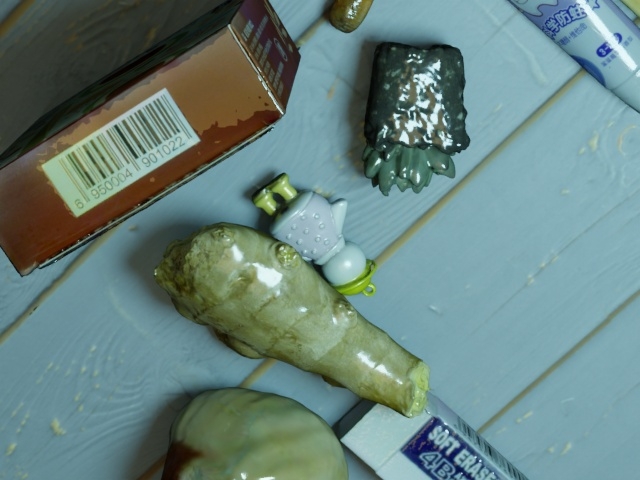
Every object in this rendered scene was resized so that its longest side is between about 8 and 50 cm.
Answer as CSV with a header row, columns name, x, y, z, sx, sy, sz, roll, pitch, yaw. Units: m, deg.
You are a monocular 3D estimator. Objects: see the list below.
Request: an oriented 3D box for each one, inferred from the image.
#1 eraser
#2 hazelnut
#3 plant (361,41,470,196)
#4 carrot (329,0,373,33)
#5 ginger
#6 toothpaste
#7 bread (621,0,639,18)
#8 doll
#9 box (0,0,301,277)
name,x,y,z,sx,sy,sz,roll,pitch,yaw
eraser,0.168,0.312,1.997,0.287,0.086,0.130,43,102,-11
hazelnut,-0.090,0.322,1.946,0.261,0.261,0.241,-10,146,4
plant,0.121,-0.151,1.834,0.132,0.129,0.194,3,104,1
carrot,0.070,-0.345,1.820,0.047,0.047,0.191,30,104,-7
ginger,-0.046,0.125,1.878,0.236,0.166,0.375,-35,99,33
toothpaste,0.293,-0.304,1.811,0.371,0.080,0.125,42,140,-9
bread,0.403,-0.344,1.768,0.217,0.147,0.098,39,73,-9
doll,0.000,0.000,1.910,0.129,0.081,0.207,-39,104,20
box,-0.202,-0.143,1.711,0.344,0.385,0.122,-30,104,10
